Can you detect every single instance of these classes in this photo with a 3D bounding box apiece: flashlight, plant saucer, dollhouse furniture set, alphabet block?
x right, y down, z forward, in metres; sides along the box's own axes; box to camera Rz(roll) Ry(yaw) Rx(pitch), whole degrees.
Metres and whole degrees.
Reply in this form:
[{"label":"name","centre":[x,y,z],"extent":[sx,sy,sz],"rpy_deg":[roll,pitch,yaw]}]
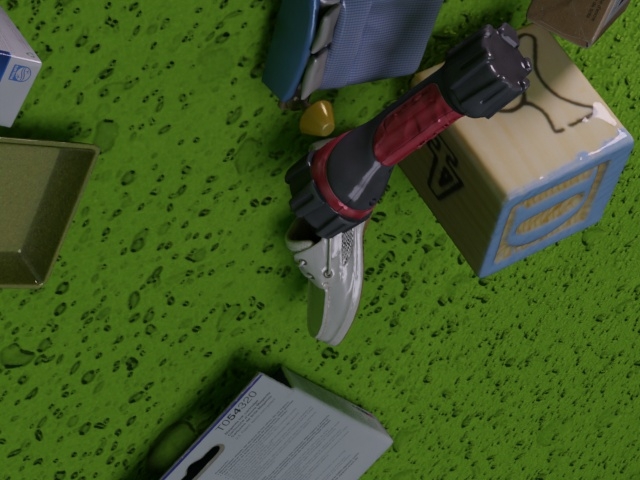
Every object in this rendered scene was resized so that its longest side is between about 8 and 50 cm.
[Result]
[{"label":"flashlight","centre":[0.093,-0.113,1.686],"extent":[0.304,0.103,0.103],"rpy_deg":[-34,169,37]},{"label":"plant saucer","centre":[-0.345,-0.038,1.607],"extent":[0.188,0.045,0.188],"rpy_deg":[2,124,-40]},{"label":"dollhouse furniture set","centre":[0.130,-0.237,1.666],"extent":[0.286,0.198,0.303],"rpy_deg":[-11,134,-38]},{"label":"alphabet block","centre":[0.224,-0.107,1.846],"extent":[0.192,0.197,0.193],"rpy_deg":[-24,155,-19]}]

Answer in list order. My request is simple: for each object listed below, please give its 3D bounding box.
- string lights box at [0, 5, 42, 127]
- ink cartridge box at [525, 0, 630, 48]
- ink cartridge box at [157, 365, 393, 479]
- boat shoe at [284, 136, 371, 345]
[{"label":"string lights box","centre":[-0.391,-0.185,1.361],"extent":[0.259,0.133,0.077],"rpy_deg":[9,121,-43]},{"label":"ink cartridge box","centre":[0.336,-0.354,1.756],"extent":[0.193,0.088,0.235],"rpy_deg":[-41,157,-58]},{"label":"ink cartridge box","centre":[-0.105,0.323,2.123],"extent":[0.324,0.071,0.330],"rpy_deg":[-46,138,8]},{"label":"boat shoe","centre":[0.000,0.000,1.885],"extent":[0.096,0.098,0.277],"rpy_deg":[-3,115,-22]}]
